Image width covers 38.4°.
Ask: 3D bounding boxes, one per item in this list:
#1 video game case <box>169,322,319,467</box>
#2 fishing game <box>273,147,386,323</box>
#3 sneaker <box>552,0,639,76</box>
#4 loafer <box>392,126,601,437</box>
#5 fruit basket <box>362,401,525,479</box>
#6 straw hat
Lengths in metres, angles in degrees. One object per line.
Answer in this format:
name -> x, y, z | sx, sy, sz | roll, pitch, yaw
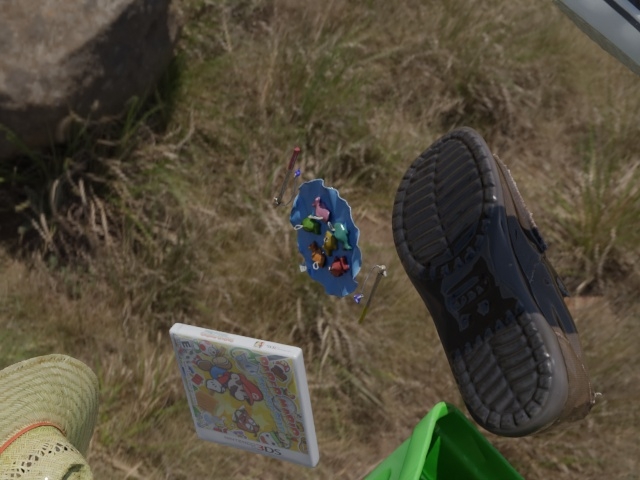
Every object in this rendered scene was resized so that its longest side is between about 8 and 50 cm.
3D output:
video game case -> -0.111, 0.231, 1.358 | 0.206, 0.227, 0.026 | 9, 37, 22
fishing game -> 0.000, 0.000, 1.386 | 0.041, 0.189, 0.264 | -18, 61, -29
sneaker -> 0.226, -0.198, 0.648 | 0.321, 0.127, 0.126 | 23, 22, -42
loafer -> 0.173, 0.043, 0.931 | 0.130, 0.134, 0.366 | 29, 39, -40
fruit basket -> 0.206, 0.337, 0.797 | 0.392, 0.392, 0.283 | 29, 38, 0
straw hat -> -0.163, 0.141, 0.516 | 0.061, 0.144, 0.144 | 31, 49, 29
